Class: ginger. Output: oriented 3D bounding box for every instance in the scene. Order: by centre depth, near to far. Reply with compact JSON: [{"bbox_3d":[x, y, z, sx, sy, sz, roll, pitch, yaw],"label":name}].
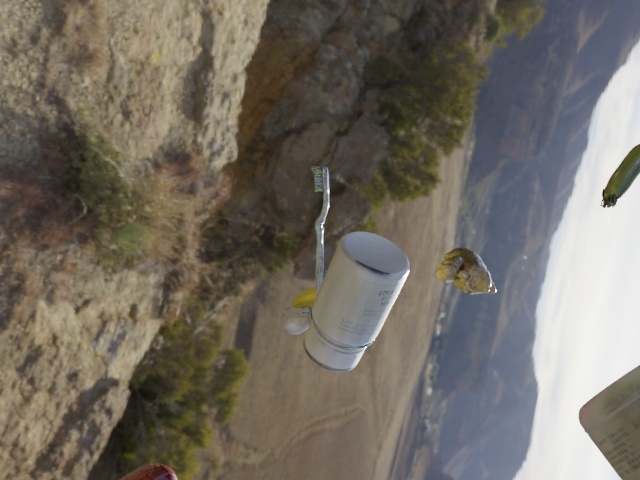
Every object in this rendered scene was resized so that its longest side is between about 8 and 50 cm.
[{"bbox_3d":[0.304,0.062,1.382,0.205,0.115,0.081,-32,121,-71],"label":"ginger"}]

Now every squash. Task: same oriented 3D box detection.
[{"bbox_3d":[0.664,-0.145,1.451,0.183,0.052,0.052,-50,159,-6],"label":"squash"}]

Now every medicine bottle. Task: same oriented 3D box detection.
[{"bbox_3d":[0.668,0.386,1.254,0.241,0.302,0.241,-26,154,-14],"label":"medicine bottle"},{"bbox_3d":[0.062,0.122,1.292,0.258,0.143,0.143,-67,171,30],"label":"medicine bottle"}]

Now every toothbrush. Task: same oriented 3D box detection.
[{"bbox_3d":[0.000,0.000,1.614,0.035,0.042,0.413,-81,172,-54],"label":"toothbrush"}]

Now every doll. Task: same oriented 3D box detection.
[{"bbox_3d":[0.023,0.198,1.984,0.252,0.237,0.111,110,-26,-53],"label":"doll"}]

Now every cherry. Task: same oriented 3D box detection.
[{"bbox_3d":[-0.269,0.406,1.034,0.126,0.087,0.106,-20,93,-51],"label":"cherry"}]
